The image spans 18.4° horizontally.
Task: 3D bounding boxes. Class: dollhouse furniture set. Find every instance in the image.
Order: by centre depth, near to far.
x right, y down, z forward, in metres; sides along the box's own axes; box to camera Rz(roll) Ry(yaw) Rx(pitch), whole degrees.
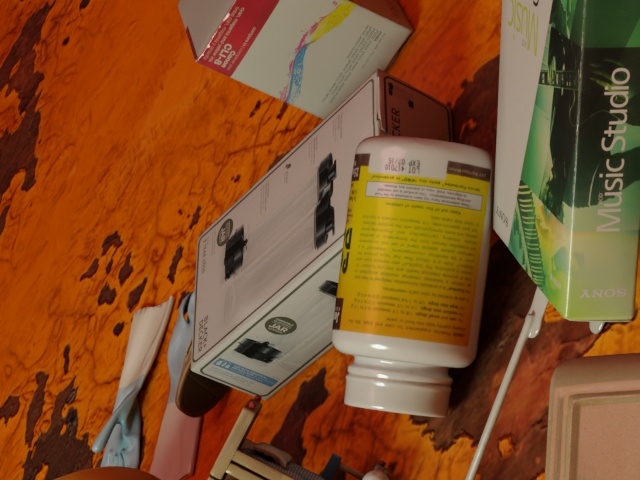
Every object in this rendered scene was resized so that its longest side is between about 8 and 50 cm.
[{"bbox_3d":[-0.026,0.210,1.656,0.129,0.129,0.184,-63,-2,3],"label":"dollhouse furniture set"}]

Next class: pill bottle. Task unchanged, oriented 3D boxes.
[{"bbox_3d":[0.073,0.029,1.568,0.117,0.117,0.215,2,84,61],"label":"pill bottle"}]

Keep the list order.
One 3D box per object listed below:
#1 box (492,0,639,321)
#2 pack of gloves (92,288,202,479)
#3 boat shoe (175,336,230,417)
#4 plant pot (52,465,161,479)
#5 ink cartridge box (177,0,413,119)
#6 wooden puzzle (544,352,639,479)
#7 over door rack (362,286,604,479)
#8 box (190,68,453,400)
[{"bbox_3d":[0.177,-0.128,1.404,0.232,0.058,0.322,-116,24,-72],"label":"box"},{"bbox_3d":[-0.178,0.147,2.018,0.195,0.046,0.232,-28,45,50],"label":"pack of gloves"},{"bbox_3d":[-0.107,0.112,1.923,0.045,0.050,0.135,-13,47,61],"label":"boat shoe"},{"bbox_3d":[-0.183,0.336,1.732,0.205,0.205,0.188,-55,44,19],"label":"plant pot"},{"bbox_3d":[-0.025,-0.215,1.908,0.127,0.176,0.128,-56,28,22],"label":"ink cartridge box"},{"bbox_3d":[0.239,0.173,1.187,0.221,0.044,0.238,-6,60,29],"label":"wooden puzzle"},{"bbox_3d":[0.133,0.195,1.366,0.324,0.108,0.239,-60,28,9],"label":"over door rack"},{"bbox_3d":[0.000,0.000,1.780,0.290,0.087,0.169,-42,35,37],"label":"box"}]
